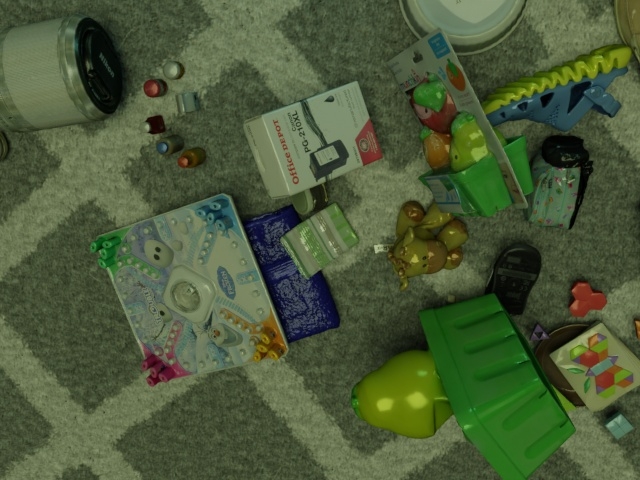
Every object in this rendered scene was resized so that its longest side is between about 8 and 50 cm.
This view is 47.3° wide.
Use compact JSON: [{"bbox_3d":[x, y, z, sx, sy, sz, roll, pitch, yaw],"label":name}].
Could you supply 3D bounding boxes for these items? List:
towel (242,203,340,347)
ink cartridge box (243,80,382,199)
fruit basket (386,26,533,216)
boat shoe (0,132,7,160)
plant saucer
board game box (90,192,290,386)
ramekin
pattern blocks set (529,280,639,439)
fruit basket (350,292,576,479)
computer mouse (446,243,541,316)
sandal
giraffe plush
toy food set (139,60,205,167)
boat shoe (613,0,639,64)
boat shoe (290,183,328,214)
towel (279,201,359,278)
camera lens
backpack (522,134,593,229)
[{"bbox_3d":[-0.110,0.095,1.665,0.228,0.076,0.308,-21,100,14],"label":"towel"},{"bbox_3d":[-0.014,-0.205,1.501,0.237,0.100,0.172,-25,101,-25],"label":"ink cartridge box"},{"bbox_3d":[0.245,-0.211,1.413,0.165,0.327,0.353,-36,100,-8],"label":"fruit basket"},{"bbox_3d":[-0.859,-0.281,1.665,0.302,0.103,0.113,40,106,-3],"label":"boat shoe"},{"bbox_3d":[0.573,0.275,1.631,0.199,0.036,0.198,2,105,8],"label":"plant saucer"},{"bbox_3d":[-0.307,0.128,1.668,0.390,0.050,0.390,-16,100,25],"label":"board game box"},{"bbox_3d":[0.283,-0.502,1.431,0.273,0.127,0.273,2,104,8],"label":"ramekin"},{"bbox_3d":[0.606,0.272,1.593,0.325,0.026,0.285,37,106,-2],"label":"pattern blocks set"},{"bbox_3d":[0.265,0.314,1.484,0.392,0.392,0.283,-32,118,14],"label":"fruit basket"},{"bbox_3d":[0.373,0.111,1.610,0.184,0.060,0.262,6,116,3],"label":"computer mouse"},{"bbox_3d":[0.473,-0.277,1.456,0.317,0.126,0.138,-18,108,7],"label":"sandal"},{"bbox_3d":[0.209,0.016,1.549,0.210,0.170,0.181,-22,100,13],"label":"giraffe plush"},{"bbox_3d":[-0.329,-0.269,1.590,0.111,0.104,0.232,-6,103,10],"label":"toy food set"},{"bbox_3d":[0.663,-0.373,1.420,0.109,0.098,0.302,-22,100,10],"label":"boat shoe"},{"bbox_3d":[-0.041,-0.173,1.594,0.081,0.069,0.227,-7,97,55],"label":"boat shoe"},{"bbox_3d":[0.000,0.000,1.620,0.152,0.023,0.113,-34,103,-10],"label":"towel"},{"bbox_3d":[-0.577,-0.349,1.547,0.274,0.219,0.219,-7,103,10],"label":"camera lens"},{"bbox_3d":[0.484,-0.114,1.502,0.115,0.152,0.182,10,118,11],"label":"backpack"}]
